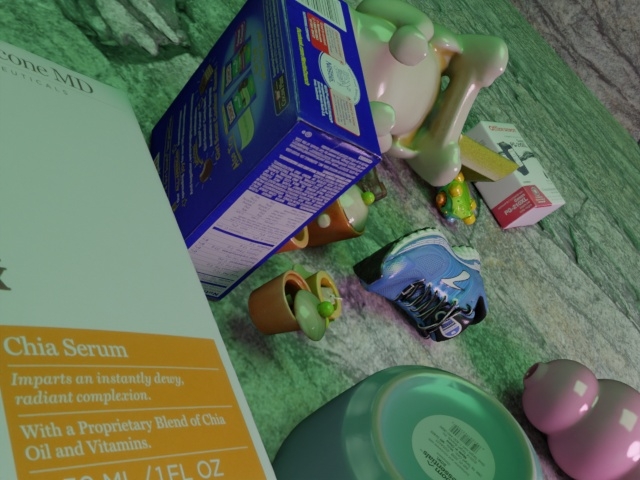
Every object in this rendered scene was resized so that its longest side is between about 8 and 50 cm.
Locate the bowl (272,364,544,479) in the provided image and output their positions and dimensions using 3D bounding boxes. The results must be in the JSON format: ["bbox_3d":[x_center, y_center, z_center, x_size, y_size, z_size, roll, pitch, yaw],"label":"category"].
[{"bbox_3d":[0.111,0.257,0.719,0.312,0.163,0.311,13,38,-11],"label":"bowl"}]

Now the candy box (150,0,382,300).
[{"bbox_3d":[-0.089,-0.118,0.804,0.122,0.317,0.268,22,45,-34],"label":"candy box"}]

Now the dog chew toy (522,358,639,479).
[{"bbox_3d":[0.470,0.322,1.087,0.332,0.206,0.206,42,36,3],"label":"dog chew toy"}]

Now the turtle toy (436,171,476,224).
[{"bbox_3d":[0.268,-0.088,1.349,0.095,0.066,0.130,59,28,-26],"label":"turtle toy"}]

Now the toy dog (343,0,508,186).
[{"bbox_3d":[0.059,-0.316,1.167,0.408,0.284,0.395,9,30,-39],"label":"toy dog"}]

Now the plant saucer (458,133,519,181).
[{"bbox_3d":[0.272,-0.162,1.365,0.188,0.188,0.045,20,84,-33],"label":"plant saucer"}]

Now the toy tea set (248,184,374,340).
[{"bbox_3d":[0.000,0.000,0.907,0.200,0.124,0.336,46,31,-42],"label":"toy tea set"}]

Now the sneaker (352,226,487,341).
[{"bbox_3d":[0.180,0.076,1.049,0.330,0.130,0.147,12,53,-49],"label":"sneaker"}]

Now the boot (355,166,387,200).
[{"bbox_3d":[0.059,-0.108,1.184,0.114,0.037,0.106,-20,71,-47],"label":"boot"}]

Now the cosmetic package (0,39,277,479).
[{"bbox_3d":[-0.231,0.046,0.541,0.230,0.161,0.453,14,41,-52],"label":"cosmetic package"}]

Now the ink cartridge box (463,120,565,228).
[{"bbox_3d":[0.433,-0.155,1.547,0.172,0.100,0.237,-8,64,-49],"label":"ink cartridge box"}]
